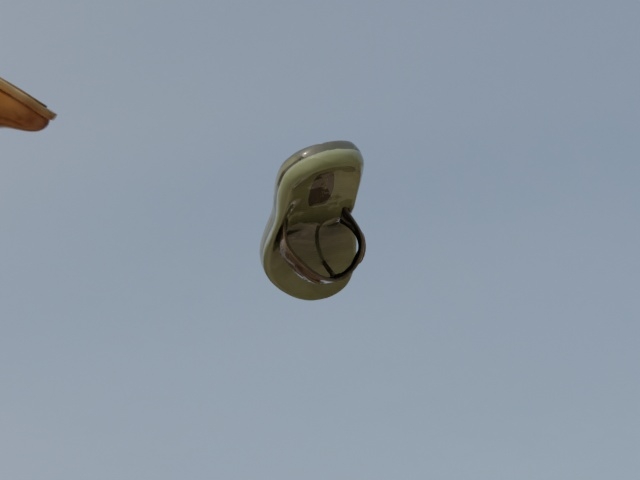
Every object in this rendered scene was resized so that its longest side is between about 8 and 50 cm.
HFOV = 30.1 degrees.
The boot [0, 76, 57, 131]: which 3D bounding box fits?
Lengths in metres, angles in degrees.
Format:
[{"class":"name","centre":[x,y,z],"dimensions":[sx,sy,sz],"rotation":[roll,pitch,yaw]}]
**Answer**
[{"class":"boot","centre":[-0.328,-0.075,1.003],"dimensions":[0.197,0.152,0.073],"rotation":[15,-9,17]}]

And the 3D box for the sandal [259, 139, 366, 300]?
[{"class":"sandal","centre":[-0.001,0.000,1.329],"dimensions":[0.120,0.086,0.303],"rotation":[-21,-25,-12]}]
